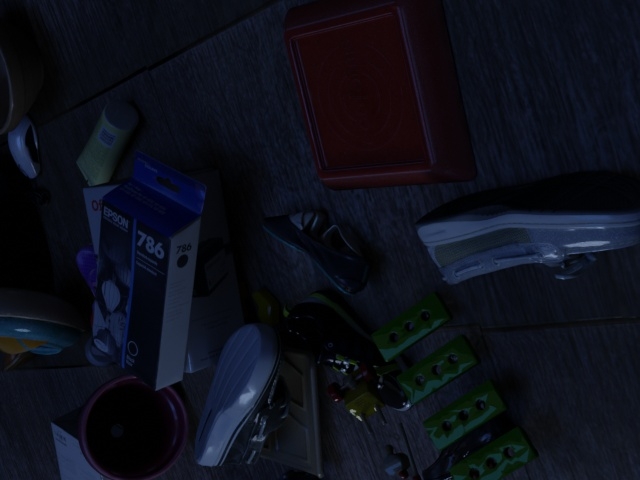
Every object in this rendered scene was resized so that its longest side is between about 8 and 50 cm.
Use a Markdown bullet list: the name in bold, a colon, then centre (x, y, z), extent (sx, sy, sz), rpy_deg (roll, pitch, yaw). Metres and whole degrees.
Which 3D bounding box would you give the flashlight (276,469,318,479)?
- **flashlight**: centre (-0.092, 0.506, 1.631), extent (0.103, 0.103, 0.304), rpy_deg (29, 131, -10)

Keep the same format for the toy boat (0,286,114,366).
- **toy boat**: centre (-0.532, 0.175, 1.849), extent (0.318, 0.267, 0.148), rpy_deg (-3, 76, 22)

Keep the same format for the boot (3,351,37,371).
- **boot**: centre (-0.701, 0.197, 2.143), extent (0.152, 0.073, 0.197), rpy_deg (52, 125, 13)

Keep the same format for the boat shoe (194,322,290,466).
- **boat shoe**: centre (-0.105, 0.243, 1.469), extent (0.335, 0.119, 0.121), rpy_deg (118, 153, -45)

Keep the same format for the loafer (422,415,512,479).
- **loafer**: centre (0.194, 0.281, 1.277), extent (0.170, 0.062, 0.061), rpy_deg (-42, 70, 37)

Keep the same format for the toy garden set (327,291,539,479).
- **toy garden set**: centre (0.140, 0.225, 1.234), extent (0.204, 0.049, 0.244), rpy_deg (-37, 68, 18)

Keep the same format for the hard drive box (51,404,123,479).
- **hard drive box**: centre (-0.490, 0.506, 2.057), extent (0.181, 0.089, 0.232), rpy_deg (20, 122, 39)

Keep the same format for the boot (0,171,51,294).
- **boot**: centre (-0.726, -0.028, 2.010), extent (0.284, 0.138, 0.377), rpy_deg (22, 138, 47)

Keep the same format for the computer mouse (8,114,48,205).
- **computer mouse**: centre (-0.597, -0.160, 1.883), extent (0.106, 0.042, 0.193), rpy_deg (21, 123, 39)

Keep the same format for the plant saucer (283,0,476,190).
- **plant saucer**: centre (0.058, -0.187, 1.196), extent (0.259, 0.048, 0.258), rpy_deg (0, 108, 47)

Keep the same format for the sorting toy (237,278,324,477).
- **sorting toy**: centre (-0.079, 0.219, 1.542), extent (0.229, 0.041, 0.307), rpy_deg (9, 109, 43)

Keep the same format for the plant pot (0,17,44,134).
- **plant pot**: centre (-0.594, -0.322, 1.753), extent (0.237, 0.110, 0.237), rpy_deg (23, 124, 38)

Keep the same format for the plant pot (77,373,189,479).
- **plant pot**: centre (-0.372, 0.361, 1.805), extent (0.201, 0.201, 0.180), rpy_deg (65, 155, 1)

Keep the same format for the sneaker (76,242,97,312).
- **sneaker**: centre (-0.382, 0.103, 1.728), extent (0.095, 0.104, 0.236), rpy_deg (-46, 75, 26)

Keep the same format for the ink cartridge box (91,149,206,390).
- **ink cartridge box**: centre (-0.265, 0.046, 1.416), extent (0.165, 0.065, 0.332), rpy_deg (26, 117, 34)

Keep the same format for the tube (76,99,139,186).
- **tube**: centre (-0.383, -0.160, 1.659), extent (0.240, 0.062, 0.070), rpy_deg (-45, 31, 52)

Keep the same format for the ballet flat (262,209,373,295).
- **ballet flat**: centre (0.000, 0.000, 1.337), extent (0.203, 0.074, 0.074), rpy_deg (38, 132, 36)

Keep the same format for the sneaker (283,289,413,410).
- **sneaker**: centre (0.035, 0.170, 1.352), extent (0.235, 0.097, 0.084), rpy_deg (42, 134, 24)

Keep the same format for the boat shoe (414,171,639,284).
- **boat shoe**: centre (0.239, -0.004, 1.053), extent (0.320, 0.118, 0.103), rpy_deg (-8, 109, 51)

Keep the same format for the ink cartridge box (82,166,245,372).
- **ink cartridge box**: centre (-0.256, 0.046, 1.542), extent (0.223, 0.129, 0.307), rpy_deg (-1, 101, 46)
